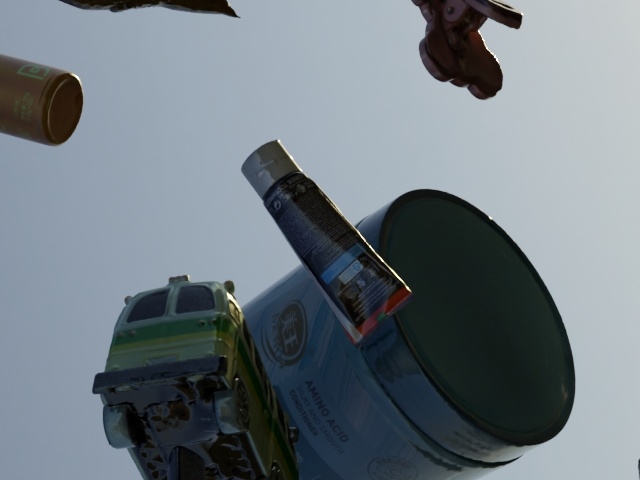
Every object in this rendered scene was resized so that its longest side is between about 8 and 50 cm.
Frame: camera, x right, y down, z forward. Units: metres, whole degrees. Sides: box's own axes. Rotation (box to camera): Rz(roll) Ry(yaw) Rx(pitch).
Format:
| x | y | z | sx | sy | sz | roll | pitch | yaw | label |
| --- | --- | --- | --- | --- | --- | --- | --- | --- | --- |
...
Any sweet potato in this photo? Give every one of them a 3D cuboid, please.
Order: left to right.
| x | y | z | sx | sy | sz | roll | pitch | yaw | label |
| --- | --- | --- | --- | --- | --- | --- | --- | --- | --- |
| -0.214 | -0.284 | 1.830 | 0.274 | 0.067 | 0.067 | 4 | -94 | -29 | sweet potato |

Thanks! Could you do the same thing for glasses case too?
| x | y | z | sx | sy | sz | roll | pitch | yaw | label |
| --- | --- | --- | --- | --- | --- | --- | --- | --- | --- |
| -0.116 | 0.214 | 1.399 | 0.033 | 0.023 | 0.083 | 34 | -151 | -28 | glasses case |

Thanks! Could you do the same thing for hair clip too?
| x | y | z | sx | sy | sz | roll | pitch | yaw | label |
| --- | --- | --- | --- | --- | --- | --- | --- | --- | --- |
| 0.138 | -0.227 | 1.724 | 0.123 | 0.138 | 0.102 | 10 | -65 | -51 | hair clip |

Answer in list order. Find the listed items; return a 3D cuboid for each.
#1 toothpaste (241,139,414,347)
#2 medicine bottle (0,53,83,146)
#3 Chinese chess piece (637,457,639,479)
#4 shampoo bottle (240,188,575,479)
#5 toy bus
| x | y | z | sx | sy | sz | roll | pitch | yaw | label |
| --- | --- | --- | --- | --- | --- | --- | --- | --- | --- |
| 0.000 | 0.000 | 1.423 | 0.193 | 0.071 | 0.045 | 51 | -161 | 18 | toothpaste |
| -0.393 | -0.181 | 1.996 | 0.096 | 0.192 | 0.096 | 16 | -90 | -71 | medicine bottle |
| 0.322 | 0.138 | 1.093 | 0.092 | 0.238 | 0.238 | 58 | -166 | 26 | Chinese chess piece |
| 0.071 | 0.160 | 1.961 | 0.331 | 0.343 | 0.331 | 29 | -136 | -32 | shampoo bottle |
| -0.107 | 0.174 | 1.573 | 0.164 | 0.134 | 0.276 | -86 | -17 | -45 | toy bus |
